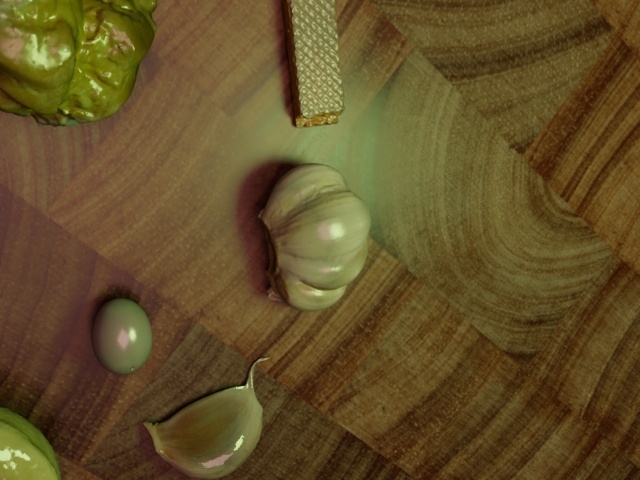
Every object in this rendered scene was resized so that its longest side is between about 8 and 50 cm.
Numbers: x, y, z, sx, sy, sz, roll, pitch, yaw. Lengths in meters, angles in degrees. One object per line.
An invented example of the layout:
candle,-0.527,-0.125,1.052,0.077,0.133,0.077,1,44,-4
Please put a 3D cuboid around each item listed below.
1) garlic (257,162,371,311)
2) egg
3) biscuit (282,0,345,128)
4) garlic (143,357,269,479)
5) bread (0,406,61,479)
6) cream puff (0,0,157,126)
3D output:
garlic,0.008,-0.003,1.361,0.203,0.184,0.281,-20,107,-31
egg,-0.344,0.166,1.311,0.103,0.103,0.135,-6,100,-18
biscuit,-0.020,-0.391,1.341,0.094,0.054,0.379,-9,104,-17
garlic,-0.173,0.351,1.424,0.266,0.128,0.149,-33,122,-22
bread,-0.583,0.422,1.217,0.320,0.237,0.321,-11,110,-32
cream puff,-0.373,-0.346,1.091,0.275,0.378,0.379,-17,106,-16
